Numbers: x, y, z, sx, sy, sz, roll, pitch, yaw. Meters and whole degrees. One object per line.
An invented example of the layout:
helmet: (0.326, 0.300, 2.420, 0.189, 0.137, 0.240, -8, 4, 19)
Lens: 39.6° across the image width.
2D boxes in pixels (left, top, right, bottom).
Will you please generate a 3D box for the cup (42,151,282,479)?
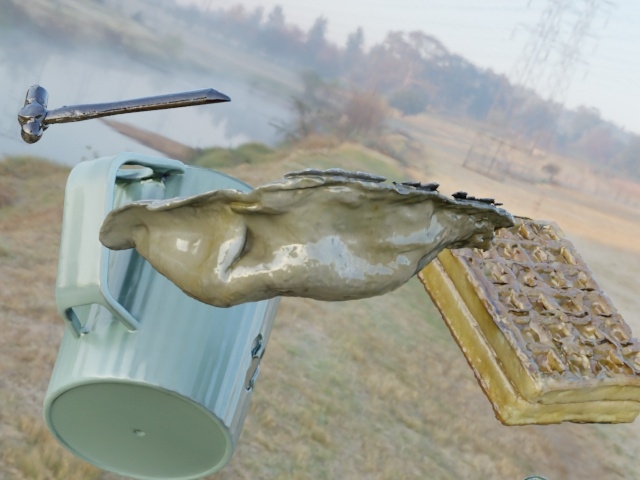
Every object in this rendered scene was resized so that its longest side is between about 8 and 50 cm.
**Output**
cup: (-0.248, 0.093, 1.282, 0.401, 0.310, 0.392, 35, 41, -24)

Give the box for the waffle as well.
waffle: (0.260, 0.088, 1.097, 0.213, 0.091, 0.308, 4, 40, -25)

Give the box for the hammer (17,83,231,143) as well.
hammer: (-0.166, -0.117, 0.755, 0.178, 0.021, 0.065, -9, 47, -7)

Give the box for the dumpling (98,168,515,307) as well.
dumpling: (0.000, 0.004, 0.665, 0.332, 0.086, 0.166, -3, -7, -8)

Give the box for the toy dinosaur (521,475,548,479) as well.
toy dinosaur: (0.213, 0.442, 1.023, 0.147, 0.076, 0.363, 15, 55, -15)
